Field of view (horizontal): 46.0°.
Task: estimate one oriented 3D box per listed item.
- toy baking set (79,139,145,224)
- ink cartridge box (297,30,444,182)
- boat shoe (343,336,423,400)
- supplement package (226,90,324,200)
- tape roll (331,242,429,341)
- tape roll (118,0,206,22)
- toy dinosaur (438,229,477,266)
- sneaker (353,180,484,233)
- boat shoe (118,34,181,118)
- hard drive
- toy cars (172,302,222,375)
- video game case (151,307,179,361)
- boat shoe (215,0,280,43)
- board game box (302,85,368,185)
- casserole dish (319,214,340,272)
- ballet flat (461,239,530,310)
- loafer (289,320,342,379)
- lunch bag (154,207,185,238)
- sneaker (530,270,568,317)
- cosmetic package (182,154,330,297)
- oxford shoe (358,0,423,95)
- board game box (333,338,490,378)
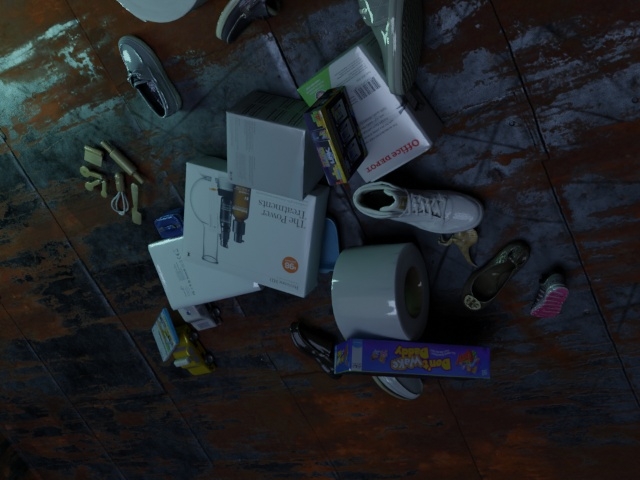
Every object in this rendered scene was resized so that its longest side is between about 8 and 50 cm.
[{"bbox_3d":[-0.587,-0.170,2.176,0.256,0.030,0.197,42,132,-5],"label":"toy baking set"},{"bbox_3d":[0.115,-0.297,1.700,0.198,0.115,0.273,-28,106,37],"label":"ink cartridge box"},{"bbox_3d":[0.186,0.317,2.076,0.302,0.113,0.103,46,134,-8],"label":"boat shoe"},{"bbox_3d":[-0.105,-0.232,1.824,0.203,0.149,0.194,15,126,16],"label":"supplement package"},{"bbox_3d":[0.155,0.131,1.883,0.169,0.246,0.246,-3,120,28],"label":"tape roll"},{"bbox_3d":[-0.366,-0.645,1.707,0.286,0.100,0.286,12,125,17],"label":"tape roll"},{"bbox_3d":[0.336,-0.002,1.831,0.092,0.053,0.183,4,122,22],"label":"toy dinosaur"},{"bbox_3d":[0.221,-0.074,1.749,0.292,0.169,0.108,8,95,22],"label":"sneaker"},{"bbox_3d":[-0.441,-0.411,1.908,0.079,0.081,0.227,-23,110,35],"label":"boat shoe"},{"bbox_3d":[-0.329,0.071,2.162,0.318,0.040,0.210,-14,100,28],"label":"hard drive"},{"bbox_3d":[-0.406,0.287,2.352,0.176,0.087,0.394,21,128,11],"label":"toy cars"},{"bbox_3d":[-0.492,0.300,2.387,0.119,0.015,0.166,65,146,19],"label":"video game case"},{"bbox_3d":[-0.130,-0.533,1.670,0.092,0.103,0.285,45,123,-1],"label":"boat shoe"},{"bbox_3d":[0.035,-0.225,1.620,0.048,0.141,0.170,-6,117,30],"label":"board game box"},{"bbox_3d":[0.000,0.000,2.002,0.114,0.037,0.188,8,123,21],"label":"casserole dish"},{"bbox_3d":[0.424,0.095,1.850,0.084,0.058,0.250,37,129,0],"label":"ballet flat"},{"bbox_3d":[0.003,0.305,2.186,0.220,0.080,0.078,43,119,-13],"label":"loafer"},{"bbox_3d":[-0.417,-0.047,2.150,0.098,0.065,0.067,-13,115,32],"label":"lunch bag"},{"bbox_3d":[0.550,0.128,1.816,0.063,0.075,0.170,7,148,1],"label":"sneaker"},{"bbox_3d":[-0.177,-0.041,1.976,0.377,0.097,0.284,15,117,20],"label":"cosmetic package"},{"bbox_3d":[0.126,-0.518,1.520,0.130,0.169,0.449,0,114,22],"label":"oxford shoe"},{"bbox_3d":[0.222,0.304,1.908,0.347,0.078,0.233,4,168,-7],"label":"board game box"}]
